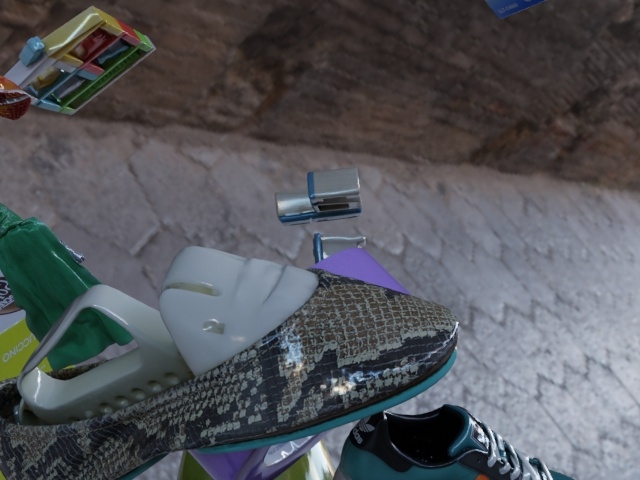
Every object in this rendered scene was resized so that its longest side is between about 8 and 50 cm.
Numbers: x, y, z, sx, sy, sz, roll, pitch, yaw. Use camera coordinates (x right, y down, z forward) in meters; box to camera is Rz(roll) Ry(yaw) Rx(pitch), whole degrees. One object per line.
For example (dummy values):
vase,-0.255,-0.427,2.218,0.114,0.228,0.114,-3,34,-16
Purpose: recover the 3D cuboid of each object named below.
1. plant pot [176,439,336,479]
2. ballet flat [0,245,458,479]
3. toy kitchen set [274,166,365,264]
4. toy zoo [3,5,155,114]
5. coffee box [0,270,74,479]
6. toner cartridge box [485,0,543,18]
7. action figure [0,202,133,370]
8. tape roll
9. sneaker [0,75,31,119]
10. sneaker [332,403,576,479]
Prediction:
plant pot,-0.106,0.468,1.743,0.366,0.366,0.353,24,52,-49
ballet flat,-0.127,0.107,0.867,0.182,0.483,0.164,57,32,-14
toy kitchen set,0.000,0.000,1.385,0.207,0.122,0.166,59,24,-83
toy zoo,-0.386,-0.280,1.619,0.030,0.192,0.293,54,7,5
coffee box,-0.680,0.257,1.874,0.334,0.338,0.337,15,31,23
toner cartridge box,0.374,-0.479,1.488,0.075,0.348,0.165,45,-26,-18
action figure,-0.327,0.046,1.241,0.232,0.137,0.063,60,5,-31
tape roll,-0.019,0.137,1.055,0.090,0.275,0.275,43,17,16
sneaker,-0.467,-0.209,1.398,0.067,0.064,0.175,34,0,18
sneaker,0.172,0.252,1.126,0.302,0.121,0.108,12,26,-14
